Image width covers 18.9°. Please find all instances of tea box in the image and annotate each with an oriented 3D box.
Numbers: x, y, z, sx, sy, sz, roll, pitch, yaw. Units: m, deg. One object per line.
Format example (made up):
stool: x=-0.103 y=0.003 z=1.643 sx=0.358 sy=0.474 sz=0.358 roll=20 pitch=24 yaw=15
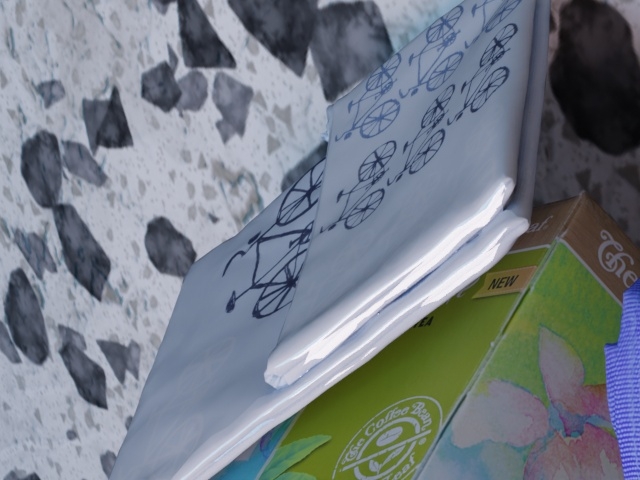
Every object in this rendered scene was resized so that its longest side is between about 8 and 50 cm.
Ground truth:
tea box: x=0.102 y=0.208 z=1.049 sx=0.329 sy=0.323 sz=0.220 roll=46 pitch=147 yaw=-22

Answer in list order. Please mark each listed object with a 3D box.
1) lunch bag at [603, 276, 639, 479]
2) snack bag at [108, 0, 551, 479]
lunch bag: x=0.325 y=0.157 z=0.792 sx=0.328 sy=0.239 sz=0.385 roll=-7 pitch=120 yaw=49
snack bag: x=0.000 y=0.000 z=1.107 sx=0.037 sy=0.323 sz=0.342 roll=42 pitch=118 yaw=-16
